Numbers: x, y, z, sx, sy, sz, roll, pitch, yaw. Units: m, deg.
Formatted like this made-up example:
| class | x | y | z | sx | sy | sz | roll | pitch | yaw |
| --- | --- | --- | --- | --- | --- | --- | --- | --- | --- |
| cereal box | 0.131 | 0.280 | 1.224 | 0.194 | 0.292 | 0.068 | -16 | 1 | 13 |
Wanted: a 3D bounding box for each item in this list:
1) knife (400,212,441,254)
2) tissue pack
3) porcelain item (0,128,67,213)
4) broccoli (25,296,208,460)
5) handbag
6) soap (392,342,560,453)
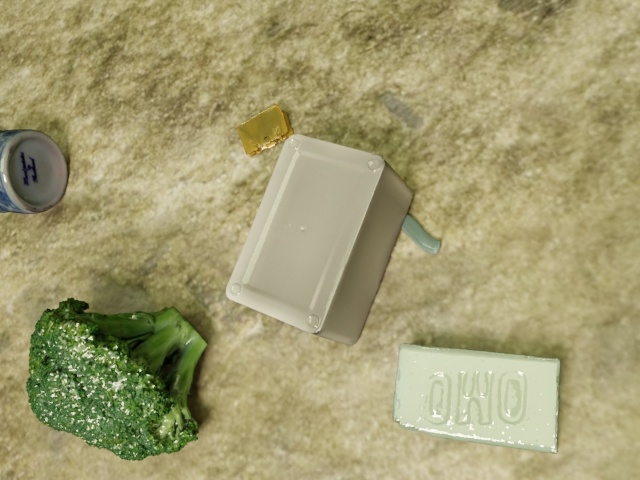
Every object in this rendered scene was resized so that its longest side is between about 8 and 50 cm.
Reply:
| class | x | y | z | sx | sy | sz | roll | pitch | yaw |
| --- | --- | --- | --- | --- | --- | --- | --- | --- | --- |
| knife | 0.101 | -0.054 | 0.906 | 0.028 | 0.015 | 0.210 | -47 | 65 | 9 |
| tissue pack | 0.001 | 0.000 | 0.850 | 0.159 | 0.136 | 0.246 | 20 | 85 | 26 |
| porcelain item | -0.537 | -0.120 | 1.077 | 0.114 | 0.147 | 0.147 | 1 | 75 | 20 |
| broccoli | -0.286 | 0.184 | 0.876 | 0.241 | 0.261 | 0.269 | -36 | 24 | -18 |
| handbag | -0.090 | -0.178 | 1.004 | 0.083 | 0.027 | 0.061 | -27 | 69 | 13 |
| soap | 0.196 | 0.195 | 0.774 | 0.198 | 0.063 | 0.115 | 1 | 76 | 20 |
